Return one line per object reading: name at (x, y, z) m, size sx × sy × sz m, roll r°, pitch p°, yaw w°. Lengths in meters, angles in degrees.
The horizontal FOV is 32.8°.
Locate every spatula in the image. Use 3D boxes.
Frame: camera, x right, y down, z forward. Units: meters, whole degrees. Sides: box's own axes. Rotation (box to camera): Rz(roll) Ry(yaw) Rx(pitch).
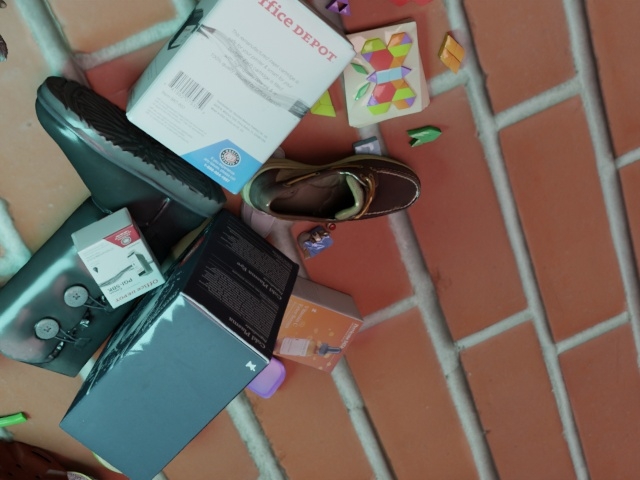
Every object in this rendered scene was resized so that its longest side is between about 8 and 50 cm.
spatula at (-0.196, 0.210, 2.054) m, size 0.296 × 0.030 × 0.084 m, roll 30°, pitch 107°, yaw -28°

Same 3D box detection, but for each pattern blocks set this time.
pattern blocks set at (0.109, -0.286, 1.853) m, size 0.285 × 0.026 × 0.325 m, roll -26°, pitch 124°, yaw 0°

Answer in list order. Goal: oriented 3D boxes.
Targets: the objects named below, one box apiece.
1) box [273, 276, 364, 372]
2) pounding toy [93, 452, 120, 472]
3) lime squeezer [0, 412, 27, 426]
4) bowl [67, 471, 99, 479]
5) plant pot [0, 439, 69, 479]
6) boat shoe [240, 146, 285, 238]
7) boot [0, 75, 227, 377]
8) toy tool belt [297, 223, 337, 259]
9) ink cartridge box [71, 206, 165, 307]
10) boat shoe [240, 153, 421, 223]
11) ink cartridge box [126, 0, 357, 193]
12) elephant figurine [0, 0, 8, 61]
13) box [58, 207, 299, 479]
box at (-0.029, 0.152, 2.032) m, size 0.170 × 0.091 × 0.130 m, roll 21°, pitch 112°, yaw -25°
pounding toy at (-0.348, 0.319, 2.049) m, size 0.237 × 0.110 × 0.183 m, roll -45°, pitch 114°, yaw -23°
lime squeezer at (-0.705, 0.378, 2.004) m, size 0.310 × 0.059 × 0.110 m, roll -32°, pitch 155°, yaw 3°
bowl at (-0.457, 0.525, 2.119) m, size 0.170 × 0.080 × 0.170 m, roll 2°, pitch 94°, yaw 23°
plant pot at (-0.601, 0.531, 2.006) m, size 0.272 × 0.272 × 0.265 m, roll 25°, pitch 102°, yaw -27°
boat shoe at (-0.093, -0.075, 1.896) m, size 0.066 × 0.063 × 0.184 m, roll 10°, pitch 116°, yaw -21°
boot at (-0.432, -0.006, 1.806) m, size 0.367 × 0.146 × 0.445 m, roll 36°, pitch 109°, yaw -28°
toy tool belt at (0.000, 0.000, 1.974) m, size 0.083 × 0.051 × 0.052 m, roll -36°, pitch 123°, yaw 6°
ink cartridge box at (-0.321, 0.029, 1.741) m, size 0.099 × 0.056 × 0.135 m, roll -28°, pitch 131°, yaw -4°
boat shoe at (0.038, -0.075, 1.851) m, size 0.342 × 0.123 × 0.123 m, roll 2°, pitch 113°, yaw -30°
ink cartridge box at (-0.128, -0.266, 1.726) m, size 0.223 × 0.129 × 0.307 m, roll 36°, pitch 105°, yaw -23°
elephant figurine at (-0.489, -0.385, 1.495) m, size 0.186 × 0.239 × 0.169 m, roll 24°, pitch 111°, yaw -26°
box at (-0.224, 0.169, 1.795) m, size 0.179 × 0.312 × 0.343 m, roll 38°, pitch 114°, yaw -12°
